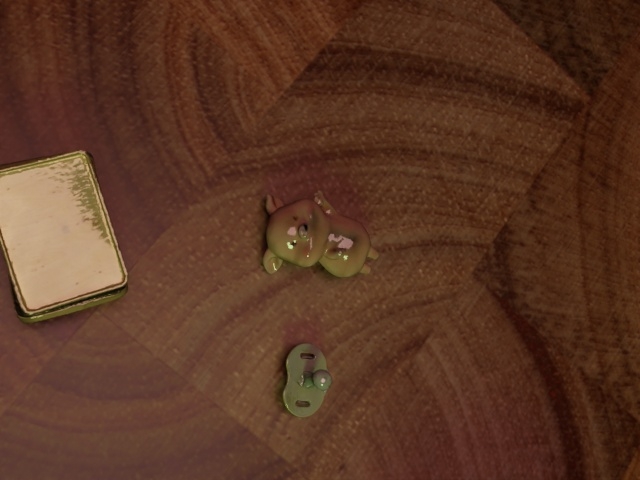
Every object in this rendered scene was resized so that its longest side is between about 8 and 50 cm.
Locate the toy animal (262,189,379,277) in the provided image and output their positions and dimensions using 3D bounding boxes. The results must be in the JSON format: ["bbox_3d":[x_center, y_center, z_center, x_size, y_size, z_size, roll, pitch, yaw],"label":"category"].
[{"bbox_3d":[-0.002,0.002,0.886,0.150,0.089,0.084,20,53,-11],"label":"toy animal"}]

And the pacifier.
[{"bbox_3d":[-0.007,0.159,0.859,0.068,0.064,0.083,14,76,-34],"label":"pacifier"}]

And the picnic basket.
[{"bbox_3d":[-0.275,-0.004,0.786,0.115,0.079,0.164,-15,87,-22],"label":"picnic basket"}]
